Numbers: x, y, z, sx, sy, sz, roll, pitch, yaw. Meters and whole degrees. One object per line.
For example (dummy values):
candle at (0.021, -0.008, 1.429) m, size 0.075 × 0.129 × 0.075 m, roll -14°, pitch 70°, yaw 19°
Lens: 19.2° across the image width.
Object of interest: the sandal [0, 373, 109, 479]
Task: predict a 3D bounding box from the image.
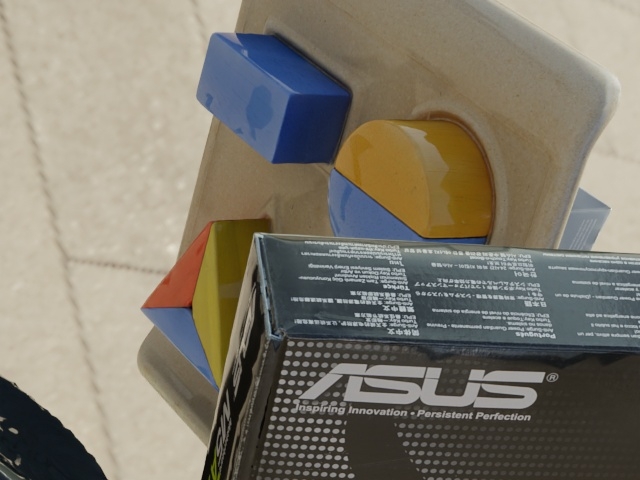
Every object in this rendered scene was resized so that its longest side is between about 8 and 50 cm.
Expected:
sandal at (-0.238, -0.005, 0.824) m, size 0.446 × 0.107 × 0.167 m, roll 40°, pitch 7°, yaw -36°

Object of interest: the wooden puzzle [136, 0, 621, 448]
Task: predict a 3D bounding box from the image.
wooden puzzle at (0.000, 0.000, 1.130) m, size 0.080 × 0.348 × 0.322 m, roll 3°, pitch 26°, yaw -38°

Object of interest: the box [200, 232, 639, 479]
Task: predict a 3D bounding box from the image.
box at (0.060, 0.081, 0.540) m, size 0.191 × 0.184 × 0.045 m, roll 4°, pitch 44°, yaw -13°

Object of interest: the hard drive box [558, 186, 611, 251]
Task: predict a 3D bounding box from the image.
hard drive box at (0.194, 0.057, 2.021) m, size 0.089 × 0.232 × 0.181 m, roll 34°, pitch 56°, yaw -1°
